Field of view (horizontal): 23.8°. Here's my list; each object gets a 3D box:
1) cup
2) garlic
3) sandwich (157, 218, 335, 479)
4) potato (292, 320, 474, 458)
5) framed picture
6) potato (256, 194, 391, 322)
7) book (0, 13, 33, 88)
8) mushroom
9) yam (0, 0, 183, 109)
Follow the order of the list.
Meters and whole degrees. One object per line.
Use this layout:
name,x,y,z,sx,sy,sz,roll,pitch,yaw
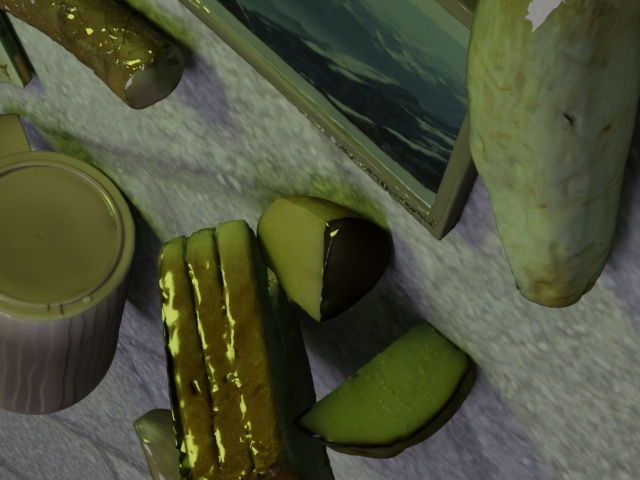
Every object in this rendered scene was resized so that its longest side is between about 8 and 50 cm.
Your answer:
cup,-0.312,0.020,1.701,0.208,0.288,0.273,13,153,-7
garlic,-0.116,0.319,1.853,0.318,0.112,0.143,62,176,-39
sandwich,-0.064,0.131,1.350,0.273,0.095,0.249,65,-168,-64
potato,0.059,0.158,1.289,0.081,0.149,0.120,44,158,26
framed picture,-0.007,-0.172,1.080,0.335,0.022,0.247,43,154,15
potato,0.000,0.000,1.262,0.103,0.066,0.096,42,132,39
book,-0.410,-0.297,1.575,0.201,0.026,0.289,20,141,46
mushroom,0.137,-0.075,0.901,0.107,0.087,0.333,35,154,23
yam,-0.253,-0.219,1.363,0.356,0.081,0.081,37,153,30
